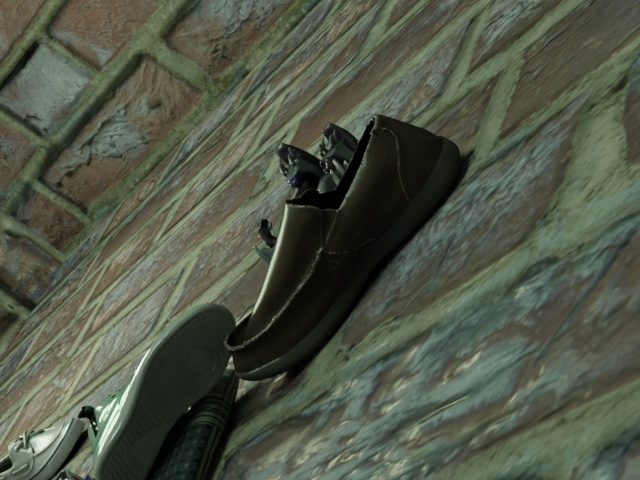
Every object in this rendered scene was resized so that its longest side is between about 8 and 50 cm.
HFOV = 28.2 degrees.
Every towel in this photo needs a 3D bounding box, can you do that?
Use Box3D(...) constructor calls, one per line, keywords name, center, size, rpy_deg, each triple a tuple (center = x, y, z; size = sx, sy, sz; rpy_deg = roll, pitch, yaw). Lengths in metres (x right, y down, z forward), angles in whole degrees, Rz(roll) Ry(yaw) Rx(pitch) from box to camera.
Box3D(name="towel", center=(-0.230, 0.338, 1.555), size=(0.324, 0.056, 0.312), rpy_deg=(-37, 23, 39))

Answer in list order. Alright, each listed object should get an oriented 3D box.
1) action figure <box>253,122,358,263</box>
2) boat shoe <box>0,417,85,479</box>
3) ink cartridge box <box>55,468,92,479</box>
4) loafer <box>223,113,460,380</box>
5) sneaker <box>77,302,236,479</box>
Box3D(name="action figure", center=(-0.009, -0.048, 1.690), size=(0.185, 0.099, 0.285), rpy_deg=(-36, 23, 23))
Box3D(name="boat shoe", center=(-0.505, 0.377, 2.224), size=(0.258, 0.084, 0.095), rpy_deg=(-43, 16, 32))
Box3D(name="ink cartridge box", center=(-0.320, 0.382, 1.513), size=(0.176, 0.069, 0.371), rpy_deg=(-55, 15, -7))
Box3D(name="loafer", center=(0.000, 0.000, 1.465), size=(0.366, 0.130, 0.134), rpy_deg=(-51, 14, 6))
Box3D(name="sneaker", center=(-0.207, 0.170, 1.556), size=(0.256, 0.094, 0.151), rpy_deg=(-55, 23, 0))
